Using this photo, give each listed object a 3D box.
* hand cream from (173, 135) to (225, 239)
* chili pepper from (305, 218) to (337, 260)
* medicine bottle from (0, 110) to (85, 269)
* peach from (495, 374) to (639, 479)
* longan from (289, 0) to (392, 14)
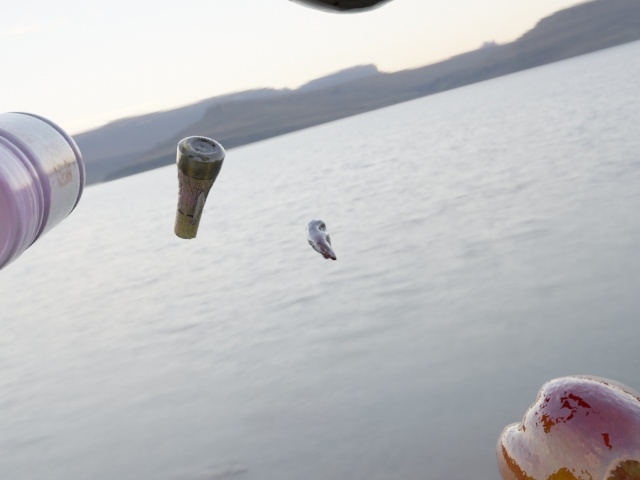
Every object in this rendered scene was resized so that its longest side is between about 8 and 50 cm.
[{"bbox_3d":[-0.233,-0.087,1.336,0.084,0.203,0.084,14,34,-10],"label":"hand cream"},{"bbox_3d":[-0.001,0.001,1.320,0.050,0.041,0.153,25,22,-21],"label":"chili pepper"},{"bbox_3d":[-0.476,-0.073,1.056,0.202,0.202,0.316,-15,16,1],"label":"medicine bottle"},{"bbox_3d":[0.319,0.266,0.813,0.199,0.243,0.243,-28,14,-26],"label":"peach"},{"bbox_3d":[0.001,-0.455,0.968,0.288,0.350,0.288,-29,-9,-5],"label":"longan"}]
